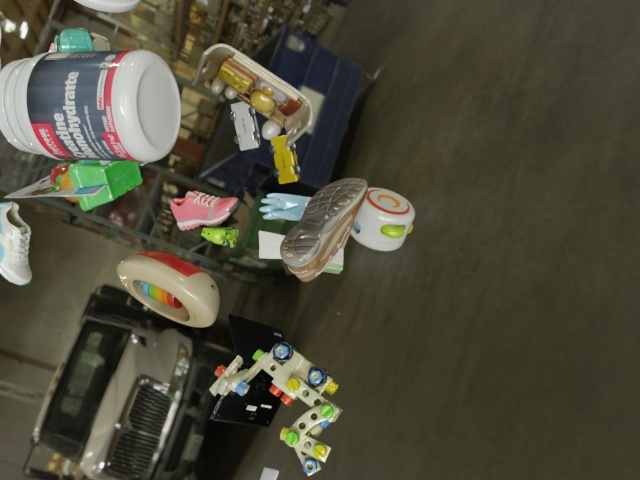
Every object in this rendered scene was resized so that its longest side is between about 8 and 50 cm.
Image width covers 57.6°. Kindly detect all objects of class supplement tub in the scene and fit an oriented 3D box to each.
[{"bbox_3d":[-0.407,-0.237,1.036,0.191,0.272,0.191,3,-90,-76],"label":"supplement tub"}]

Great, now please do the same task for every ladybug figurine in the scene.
[{"bbox_3d":[-0.551,0.163,2.147,0.162,0.449,0.305,-56,-24,-35],"label":"ladybug figurine"}]

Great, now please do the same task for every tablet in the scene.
[{"bbox_3d":[-0.146,0.655,1.564,0.054,0.006,0.083,-3,53,37],"label":"tablet"}]

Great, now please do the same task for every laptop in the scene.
[{"bbox_3d":[-0.206,0.381,1.685,0.136,0.234,0.265,25,89,45],"label":"laptop"}]

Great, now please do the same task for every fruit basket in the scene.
[{"bbox_3d":[-0.793,-0.214,1.915,0.327,0.352,0.166,-56,-33,-60],"label":"fruit basket"}]

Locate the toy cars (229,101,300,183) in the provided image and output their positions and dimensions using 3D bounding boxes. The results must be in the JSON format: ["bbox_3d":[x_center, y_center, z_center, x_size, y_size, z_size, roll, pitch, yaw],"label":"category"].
[{"bbox_3d":[-0.213,-0.393,2.324,0.176,0.393,0.087,-50,-3,21],"label":"toy cars"}]

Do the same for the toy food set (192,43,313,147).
[{"bbox_3d":[-0.179,-0.358,1.494,0.092,0.306,0.219,-62,14,-14],"label":"toy food set"}]

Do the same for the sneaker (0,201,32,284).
[{"bbox_3d":[-0.827,0.009,1.564,0.087,0.092,0.229,-41,-69,-79],"label":"sneaker"}]

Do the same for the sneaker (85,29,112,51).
[{"bbox_3d":[-0.731,-0.603,1.964,0.086,0.237,0.085,-35,26,29],"label":"sneaker"}]

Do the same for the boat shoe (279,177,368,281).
[{"bbox_3d":[0.018,-0.031,1.439,0.123,0.116,0.324,17,53,36],"label":"boat shoe"}]

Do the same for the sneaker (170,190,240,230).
[{"bbox_3d":[-0.449,-0.128,2.203,0.313,0.136,0.116,-12,30,30],"label":"sneaker"}]

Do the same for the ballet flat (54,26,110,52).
[{"bbox_3d":[-0.488,-0.402,1.223,0.247,0.087,0.083,-123,35,-67],"label":"ballet flat"}]

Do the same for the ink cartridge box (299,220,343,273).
[{"bbox_3d":[0.000,0.000,2.175,0.056,0.171,0.235,123,154,-61],"label":"ink cartridge box"}]

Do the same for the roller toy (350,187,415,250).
[{"bbox_3d":[0.188,-0.063,1.830,0.209,0.191,0.146,-41,-26,-54],"label":"roller toy"}]

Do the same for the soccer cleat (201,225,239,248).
[{"bbox_3d":[-0.269,-0.015,1.582,0.179,0.072,0.060,29,-102,-82],"label":"soccer cleat"}]

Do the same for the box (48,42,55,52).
[{"bbox_3d":[-0.550,-0.376,1.500,0.142,0.299,0.154,-68,-12,6],"label":"box"}]

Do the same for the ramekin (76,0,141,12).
[{"bbox_3d":[-0.497,-0.631,1.321,0.109,0.207,0.207,-49,23,46],"label":"ramekin"}]

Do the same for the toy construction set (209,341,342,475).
[{"bbox_3d":[-0.086,0.365,1.353,0.215,0.327,0.151,-54,-3,-7],"label":"toy construction set"}]

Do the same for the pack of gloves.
[{"bbox_3d":[-0.064,-0.026,1.591,0.046,0.231,0.195,-53,-33,-69],"label":"pack of gloves"}]
